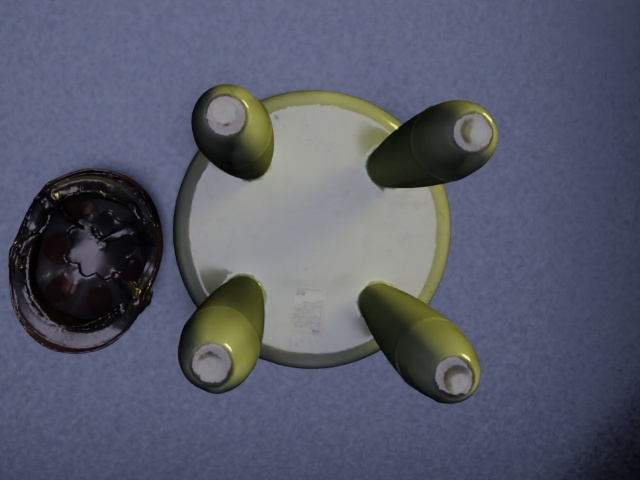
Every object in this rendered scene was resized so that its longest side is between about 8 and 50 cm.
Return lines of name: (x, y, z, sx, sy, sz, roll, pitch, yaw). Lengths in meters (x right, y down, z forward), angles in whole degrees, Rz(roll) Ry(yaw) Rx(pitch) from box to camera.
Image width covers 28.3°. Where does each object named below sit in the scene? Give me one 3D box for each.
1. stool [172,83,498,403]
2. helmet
stool: (0.000, 0.000, 0.806, 0.195, 0.199, 0.195, 4, 95, -4)
helmet: (-0.153, 0.010, 0.855, 0.098, 0.070, 0.123, 20, 99, 0)
